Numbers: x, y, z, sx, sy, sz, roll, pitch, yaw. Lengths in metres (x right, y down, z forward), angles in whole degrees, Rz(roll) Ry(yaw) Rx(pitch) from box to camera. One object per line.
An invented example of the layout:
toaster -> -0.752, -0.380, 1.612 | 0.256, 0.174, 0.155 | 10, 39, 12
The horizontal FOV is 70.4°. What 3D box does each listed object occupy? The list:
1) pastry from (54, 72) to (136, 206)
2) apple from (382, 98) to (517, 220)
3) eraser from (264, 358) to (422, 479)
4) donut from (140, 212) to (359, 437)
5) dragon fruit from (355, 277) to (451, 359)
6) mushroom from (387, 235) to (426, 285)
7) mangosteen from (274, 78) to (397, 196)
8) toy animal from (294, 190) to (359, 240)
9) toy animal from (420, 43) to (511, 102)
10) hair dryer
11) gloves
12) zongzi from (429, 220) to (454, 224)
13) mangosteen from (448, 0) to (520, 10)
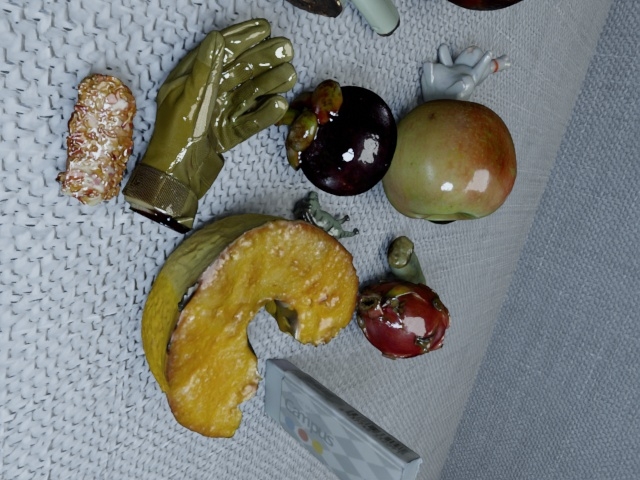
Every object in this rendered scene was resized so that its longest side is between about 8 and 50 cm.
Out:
pastry -> -0.290, -0.131, 0.591 | 0.087, 0.063, 0.169 | 9, 108, -43
apple -> 0.302, -0.188, 1.083 | 0.319, 0.319, 0.277 | 7, 85, -52
eraser -> 0.030, 0.431, 1.022 | 0.082, 0.397, 0.213 | -22, 127, -43
donut -> -0.130, 0.115, 0.847 | 0.435, 0.163, 0.378 | -32, 131, -34
dragon fruit -> 0.232, 0.220, 1.277 | 0.250, 0.250, 0.315 | -62, 153, -4
mushroom -> 0.262, 0.092, 1.387 | 0.100, 0.081, 0.312 | -52, 146, -13
mangosteen -> 0.019, -0.196, 0.839 | 0.250, 0.211, 0.211 | 20, 95, -22
toy animal -> 0.004, 0.002, 1.021 | 0.176, 0.073, 0.217 | -4, 118, -44
toy animal -> 0.374, -0.443, 1.168 | 0.282, 0.140, 0.138 | -45, 148, -20
hair dryer -> 0.068, -0.462, 0.806 | 0.362, 0.128, 0.203 | 9, 103, -60
gloves -> -0.163, -0.171, 0.654 | 0.154, 0.141, 0.331 | 31, 87, -38
zongzi -> 0.414, -0.226, 1.364 | 0.289, 0.154, 0.318 | -21, 106, -39
mangosteen -> 0.352, -0.645, 0.900 | 0.306, 0.306, 0.360 | 50, 50, -51
